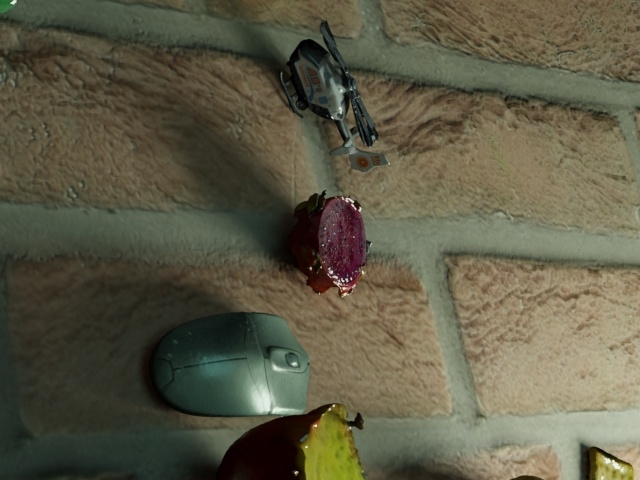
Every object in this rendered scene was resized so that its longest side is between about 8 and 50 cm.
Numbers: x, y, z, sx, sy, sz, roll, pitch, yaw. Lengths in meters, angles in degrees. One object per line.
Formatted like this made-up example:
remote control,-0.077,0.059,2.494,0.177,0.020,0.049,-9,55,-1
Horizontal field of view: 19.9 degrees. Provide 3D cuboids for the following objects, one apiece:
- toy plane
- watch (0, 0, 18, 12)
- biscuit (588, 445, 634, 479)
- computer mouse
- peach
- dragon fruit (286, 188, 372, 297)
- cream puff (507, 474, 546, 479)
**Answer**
toy plane,0.012,-0.160,2.104,0.053,0.078,0.197,-54,127,-48
watch,-0.366,-0.285,1.743,0.152,0.131,0.165,1,75,-27
biscuit,0.367,0.309,2.304,0.083,0.018,0.081,27,54,-36
computer mouse,-0.076,0.130,1.877,0.229,0.068,0.113,0,74,-47
peach,-0.024,0.309,1.780,0.159,0.154,0.267,-6,75,-57
dragon fruit,0.002,0.004,2.026,0.126,0.068,0.112,18,75,-56
cream puff,0.248,0.358,2.072,0.189,0.129,0.189,23,54,-36
